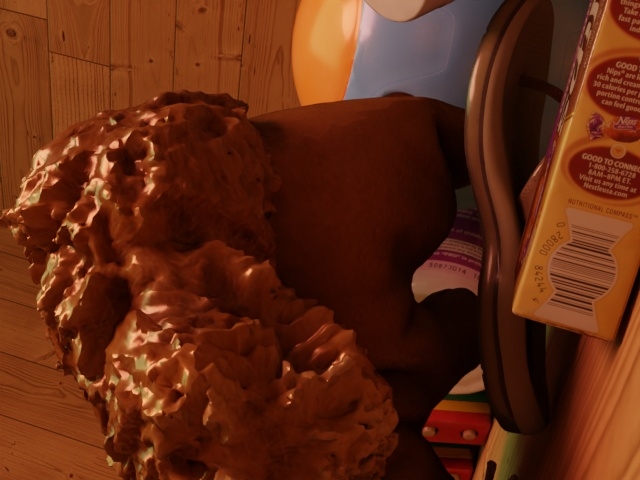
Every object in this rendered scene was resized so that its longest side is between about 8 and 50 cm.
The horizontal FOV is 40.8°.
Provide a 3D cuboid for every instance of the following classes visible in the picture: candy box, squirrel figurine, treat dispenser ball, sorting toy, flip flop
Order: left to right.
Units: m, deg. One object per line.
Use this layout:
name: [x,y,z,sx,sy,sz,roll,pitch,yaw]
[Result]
squirrel figurine: [-0.025,0.105,0.561,0.397,0.281,0.370,9,-109,-62]
sorting toy: [0.079,0.233,1.059,0.257,0.255,0.089,96,178,-45]
treat dispenser ball: [0.117,-0.172,0.795,0.288,0.288,0.288,15,-90,-80]
flip flop: [0.143,-0.018,0.540,0.112,0.080,0.277,15,-106,-61]
candy box: [0.143,-0.057,0.421,0.109,0.053,0.187,-44,-33,-71]

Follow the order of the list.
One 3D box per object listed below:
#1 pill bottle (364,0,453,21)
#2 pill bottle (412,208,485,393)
pill bottle: [0.123,-0.227,0.543,0.221,0.121,0.121,-29,-29,-19]
pill bottle: [0.164,0.012,0.986,0.169,0.169,0.301,96,-167,-45]
